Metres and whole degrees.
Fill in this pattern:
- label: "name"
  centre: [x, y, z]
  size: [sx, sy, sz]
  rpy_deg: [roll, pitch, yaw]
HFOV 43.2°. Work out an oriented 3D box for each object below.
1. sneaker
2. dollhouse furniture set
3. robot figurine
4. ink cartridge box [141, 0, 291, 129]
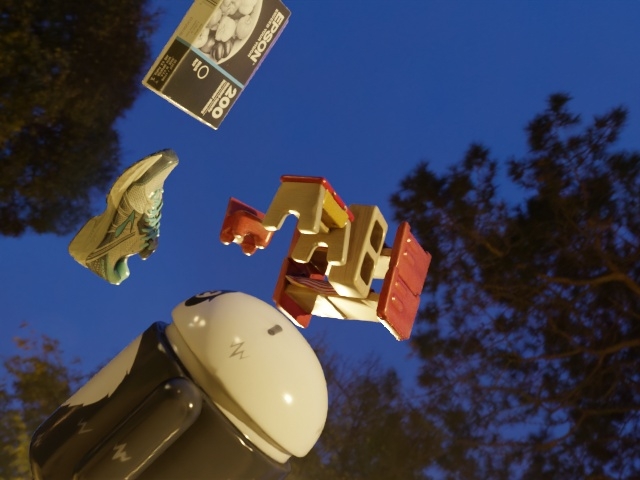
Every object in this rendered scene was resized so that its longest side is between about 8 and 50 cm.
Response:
- label: "sneaker"
  centre: [-0.319, -0.040, 1.428]
  size: [0.122, 0.110, 0.283]
  rpy_deg: [43, -66, 4]
- label: "dollhouse furniture set"
  centre: [0.000, 0.000, 1.160]
  size: [0.201, 0.374, 0.152]
  rpy_deg: [5, -116, 29]
- label: "robot figurine"
  centre: [-0.125, 0.165, 0.674]
  size: [0.173, 0.278, 0.209]
  rpy_deg: [50, -3, -28]
- label: "ink cartridge box"
  centre: [-0.128, -0.264, 1.142]
  size: [0.045, 0.208, 0.206]
  rpy_deg: [35, -86, 23]
